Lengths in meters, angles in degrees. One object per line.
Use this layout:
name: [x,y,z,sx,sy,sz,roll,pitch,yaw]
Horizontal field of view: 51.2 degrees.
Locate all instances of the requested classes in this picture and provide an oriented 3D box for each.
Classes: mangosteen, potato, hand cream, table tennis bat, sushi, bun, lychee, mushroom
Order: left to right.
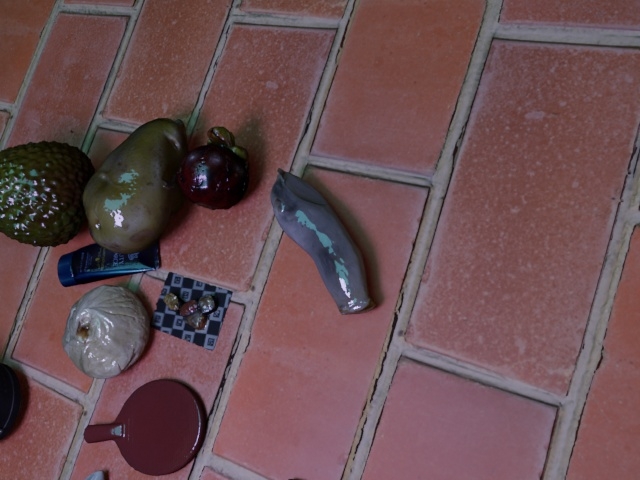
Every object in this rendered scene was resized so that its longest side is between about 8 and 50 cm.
lychee: [-0.661,-0.114,1.620,0.270,0.320,0.269,-12,74,45]
bun: [-0.499,0.207,1.512,0.221,0.134,0.220,-8,71,24]
hand cream: [-0.508,0.045,1.619,0.271,0.061,0.120,-14,64,15]
potato: [-0.405,-0.135,1.520,0.203,0.218,0.350,23,74,1]
table tennis bat: [-0.384,0.408,1.451,0.311,0.038,0.200,-12,70,23]
sushi: [-0.303,0.152,1.490,0.201,0.031,0.139,13,82,29]
mangosteen: [-0.226,-0.154,1.469,0.166,0.166,0.180,21,83,30]
mushroom: [0.002,-0.001,1.346,0.109,0.097,0.351,-40,64,12]

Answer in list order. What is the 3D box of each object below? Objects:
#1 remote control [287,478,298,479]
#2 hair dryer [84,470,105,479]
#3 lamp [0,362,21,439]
remote control: [0.023,0.492,1.225,0.212,0.028,0.059,7,80,28]
hair dryer: [-0.521,0.648,1.447,0.237,0.075,0.206,-43,54,18]
lamp: [-0.842,0.385,1.557,0.205,0.272,0.374,-45,40,9]
